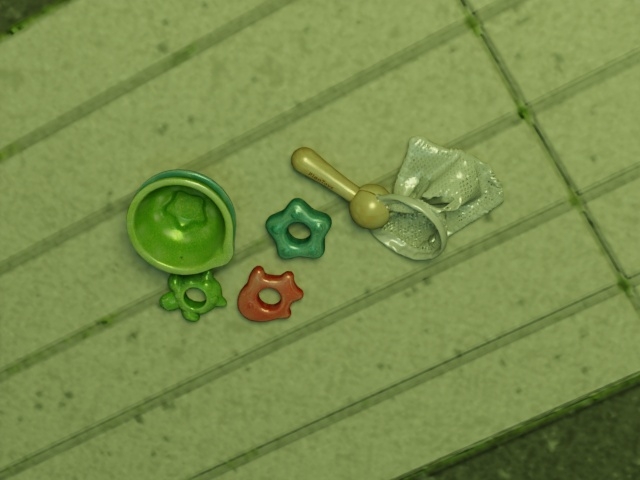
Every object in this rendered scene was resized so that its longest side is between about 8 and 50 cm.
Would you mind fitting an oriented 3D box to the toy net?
[{"bbox_3d":[0.000,0.000,1.065,0.232,0.045,0.122,-5,115,10],"label":"toy net"}]
